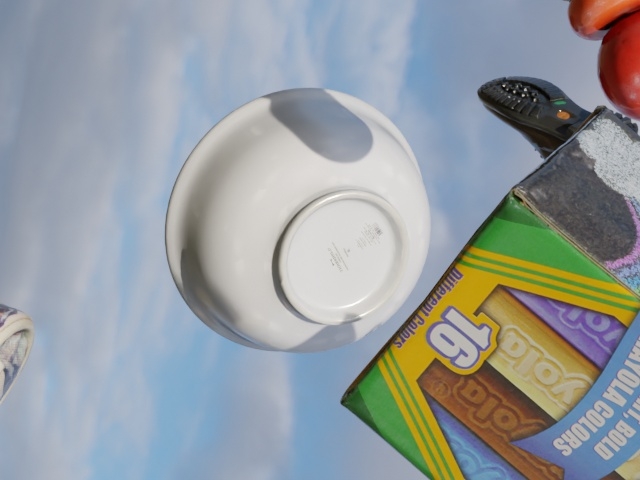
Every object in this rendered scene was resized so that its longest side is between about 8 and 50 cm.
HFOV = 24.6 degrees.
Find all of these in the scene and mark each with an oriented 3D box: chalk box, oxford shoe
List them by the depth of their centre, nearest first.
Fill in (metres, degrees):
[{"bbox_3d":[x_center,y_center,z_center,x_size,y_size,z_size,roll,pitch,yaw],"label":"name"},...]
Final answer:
[{"bbox_3d":[0.196,0.097,0.842,0.179,0.289,0.180,-52,172,32],"label":"chalk box"},{"bbox_3d":[0.268,-0.123,1.717,0.227,0.083,0.096,37,-35,41],"label":"oxford shoe"}]

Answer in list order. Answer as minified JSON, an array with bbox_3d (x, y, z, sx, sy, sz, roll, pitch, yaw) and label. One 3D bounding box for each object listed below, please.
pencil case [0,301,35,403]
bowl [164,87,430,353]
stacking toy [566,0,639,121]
[{"bbox_3d":[-0.403,0.019,1.128,0.160,0.410,0.183,-50,169,-20],"label":"pencil case"},{"bbox_3d":[0.000,0.000,1.512,0.134,0.298,0.297,39,-63,60],"label":"bowl"},{"bbox_3d":[0.207,-0.242,1.130,0.141,0.141,0.330,-47,-117,55],"label":"stacking toy"}]
